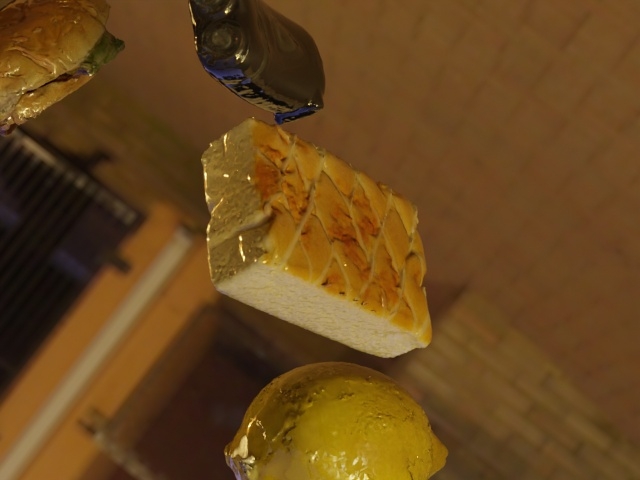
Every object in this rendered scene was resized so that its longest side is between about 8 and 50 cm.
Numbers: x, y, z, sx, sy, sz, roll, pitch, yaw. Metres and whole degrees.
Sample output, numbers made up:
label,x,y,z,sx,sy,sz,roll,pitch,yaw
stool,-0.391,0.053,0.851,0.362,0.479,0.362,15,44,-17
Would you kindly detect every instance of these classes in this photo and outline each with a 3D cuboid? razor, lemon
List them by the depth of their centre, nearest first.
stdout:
label,x,y,z,sx,sy,sz,roll,pitch,yaw
razor,-0.049,-0.147,1.502,0.148,0.054,0.090,30,-133,-61
lemon,0.017,0.196,1.817,0.206,0.173,0.173,6,-176,-17

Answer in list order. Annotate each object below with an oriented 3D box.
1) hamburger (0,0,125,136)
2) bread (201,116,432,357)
label,x,y,z,sx,sy,sz,roll,pitch,yaw
hamburger,-0.228,-0.169,1.678,0.102,0.176,0.087,-20,112,31
bread,0.001,0.000,1.411,0.188,0.068,0.125,26,-133,-42
